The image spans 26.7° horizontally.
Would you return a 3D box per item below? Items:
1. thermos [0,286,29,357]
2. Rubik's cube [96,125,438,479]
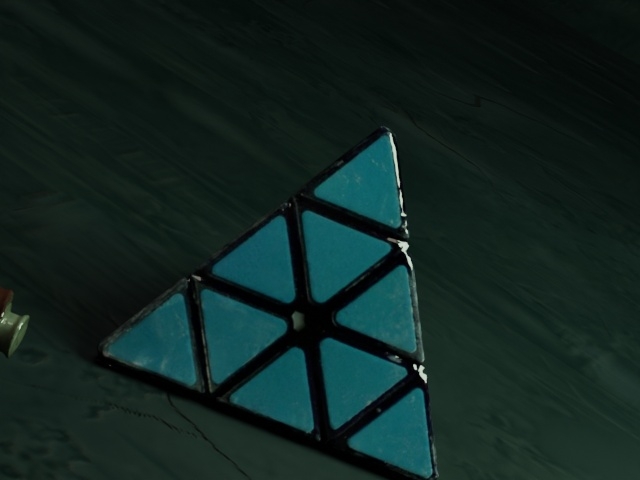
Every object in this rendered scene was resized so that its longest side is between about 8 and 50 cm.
[{"bbox_3d":[-0.254,0.003,0.665,0.232,0.099,0.124,24,-18,-5],"label":"thermos"},{"bbox_3d":[0.000,0.000,0.825,0.211,0.178,0.190,22,20,-11],"label":"Rubik's cube"}]
